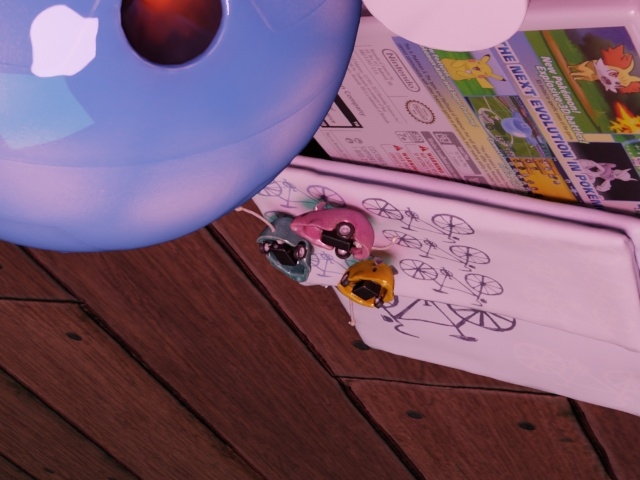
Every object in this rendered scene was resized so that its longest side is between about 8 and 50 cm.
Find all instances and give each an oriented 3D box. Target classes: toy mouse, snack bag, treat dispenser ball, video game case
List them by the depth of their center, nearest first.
[{"bbox_3d":[-0.121,-0.137,0.665,0.288,0.288,0.288,14,152,8],"label":"treat dispenser ball"},{"bbox_3d":[0.138,-0.058,0.899,0.299,0.036,0.329,4,150,37],"label":"video game case"},{"bbox_3d":[0.000,0.000,0.978,0.143,0.031,0.161,30,154,-10],"label":"toy mouse"},{"bbox_3d":[0.122,0.049,1.049,0.323,0.037,0.342,12,154,25],"label":"snack bag"}]

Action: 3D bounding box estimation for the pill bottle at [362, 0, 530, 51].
[{"bbox_3d":[0.076,-0.180,0.582,0.103,0.184,0.103,14,153,7],"label":"pill bottle"}]
